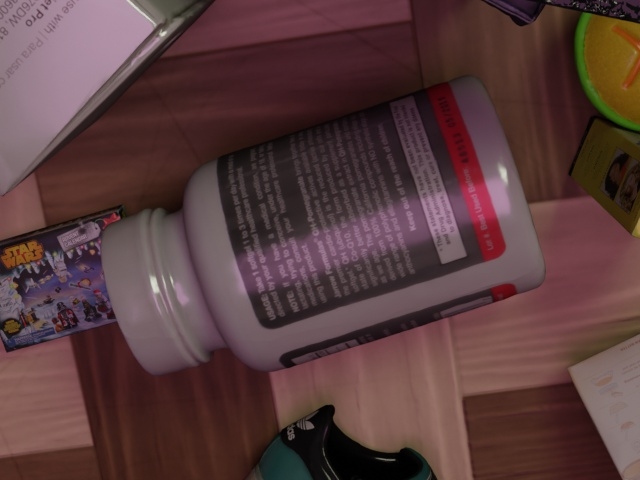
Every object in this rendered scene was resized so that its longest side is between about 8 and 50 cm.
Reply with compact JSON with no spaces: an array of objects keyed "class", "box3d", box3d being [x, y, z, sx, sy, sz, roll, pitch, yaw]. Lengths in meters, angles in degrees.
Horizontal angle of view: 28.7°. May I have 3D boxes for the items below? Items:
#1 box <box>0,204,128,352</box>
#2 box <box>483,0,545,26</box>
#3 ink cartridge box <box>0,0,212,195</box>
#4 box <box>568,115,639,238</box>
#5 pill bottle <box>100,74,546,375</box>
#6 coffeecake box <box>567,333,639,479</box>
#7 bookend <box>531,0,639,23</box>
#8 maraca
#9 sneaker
[{"class":"box","box3d":[-0.219,0.033,1.071,0.137,0.027,0.093,-17,103,6]},{"class":"box","box3d":[0.126,-0.343,0.814,0.179,0.312,0.343,27,103,-5]},{"class":"ink cartridge box","box3d":[-0.276,-0.244,0.864,0.395,0.285,0.166,43,103,-9]},{"class":"box","box3d":[0.253,-0.041,0.933,0.087,0.232,0.058,19,102,-5]},{"class":"pill bottle","box3d":[0.000,0.000,0.980,0.319,0.176,0.176,-18,104,6]},{"class":"coffeecake box","box3d":[0.308,0.161,1.018,0.142,0.068,0.185,-27,61,8]},{"class":"bookend","box3d":[0.157,-0.196,0.653,0.156,0.072,0.157,11,105,-2]},{"class":"maraca","box3d":[0.281,-0.151,0.976,0.186,0.099,0.127,-13,96,-17]},{"class":"sneaker","box3d":[0.081,0.261,1.084,0.302,0.108,0.121,36,107,-6]}]
